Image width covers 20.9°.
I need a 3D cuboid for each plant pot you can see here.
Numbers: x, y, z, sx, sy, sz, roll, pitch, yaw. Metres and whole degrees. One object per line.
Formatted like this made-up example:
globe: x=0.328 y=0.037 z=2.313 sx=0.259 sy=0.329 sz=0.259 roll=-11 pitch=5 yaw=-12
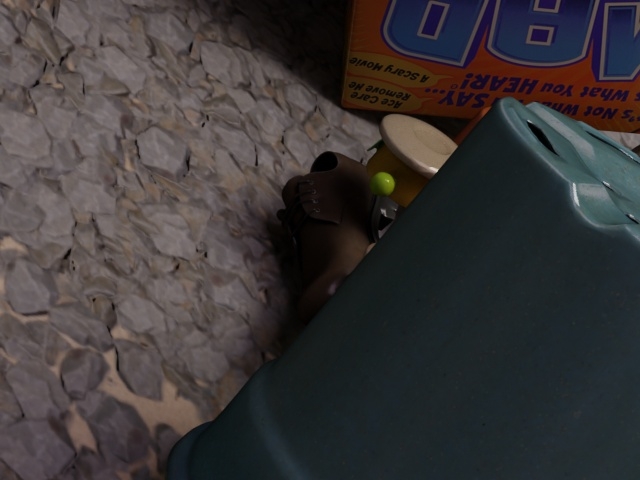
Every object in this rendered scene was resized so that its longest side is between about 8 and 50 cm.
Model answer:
plant pot: x=0.127 y=0.108 z=1.147 sx=0.341 sy=0.334 sz=0.341 roll=31 pitch=16 yaw=-10

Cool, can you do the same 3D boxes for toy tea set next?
toy tea set: x=0.120 y=-0.007 z=1.431 sx=0.200 sy=0.124 sz=0.336 roll=46 pitch=28 yaw=23

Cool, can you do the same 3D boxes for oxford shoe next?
oxford shoe: x=0.000 y=0.000 z=1.417 sx=0.096 sy=0.083 sz=0.227 roll=35 pitch=27 yaw=-12

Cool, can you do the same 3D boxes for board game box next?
board game box: x=0.215 y=-0.353 z=1.596 sx=0.356 sy=0.356 sz=0.356 roll=5 pitch=47 yaw=-2

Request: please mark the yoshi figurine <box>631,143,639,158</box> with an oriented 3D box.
yoshi figurine: x=0.393 y=0.001 z=1.718 sx=0.362 sy=0.203 sz=0.203 roll=45 pitch=53 yaw=-8
